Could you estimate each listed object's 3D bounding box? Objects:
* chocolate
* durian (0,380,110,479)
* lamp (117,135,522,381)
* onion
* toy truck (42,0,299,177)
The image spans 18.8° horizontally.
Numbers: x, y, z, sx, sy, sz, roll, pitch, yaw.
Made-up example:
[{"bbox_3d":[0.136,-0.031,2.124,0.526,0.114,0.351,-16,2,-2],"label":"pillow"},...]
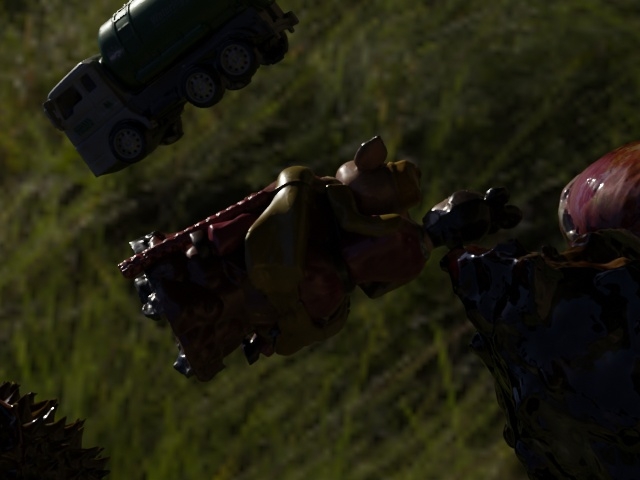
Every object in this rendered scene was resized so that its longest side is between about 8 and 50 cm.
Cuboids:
[{"bbox_3d":[0.166,0.043,1.237,0.206,0.177,0.224,-54,6,-26],"label":"chocolate"},{"bbox_3d":[-0.371,0.267,1.786,0.348,0.384,0.347,-32,41,33],"label":"durian"},{"bbox_3d":[0.000,0.000,1.292,0.118,0.253,0.118,63,178,4],"label":"lamp"},{"bbox_3d":[0.304,-0.029,1.534,0.230,0.230,0.163,151,125,-78],"label":"onion"},{"bbox_3d":[-0.132,-0.166,1.732,0.242,0.125,0.101,-37,2,22],"label":"toy truck"}]
